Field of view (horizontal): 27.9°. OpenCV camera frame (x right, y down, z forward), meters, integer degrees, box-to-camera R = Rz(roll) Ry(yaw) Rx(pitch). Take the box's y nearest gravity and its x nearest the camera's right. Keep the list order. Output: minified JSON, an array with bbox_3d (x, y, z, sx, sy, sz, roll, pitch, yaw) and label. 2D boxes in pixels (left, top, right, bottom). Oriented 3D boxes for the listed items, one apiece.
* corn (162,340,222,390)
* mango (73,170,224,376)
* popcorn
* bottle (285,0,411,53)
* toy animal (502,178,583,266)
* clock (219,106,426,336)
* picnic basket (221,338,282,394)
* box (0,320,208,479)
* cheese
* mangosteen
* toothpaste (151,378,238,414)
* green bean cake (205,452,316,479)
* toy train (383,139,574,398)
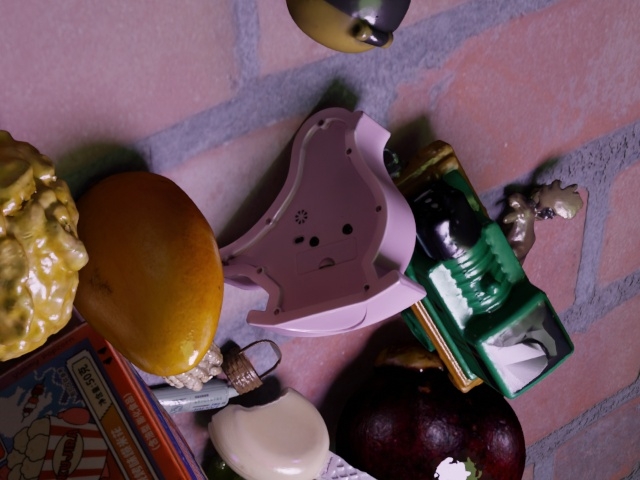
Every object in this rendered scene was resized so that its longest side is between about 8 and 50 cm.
[{"bbox_3d":[-0.207,0.122,1.676,0.087,0.087,0.211,-43,135,-4],"label":"corn"},{"bbox_3d":[-0.193,0.041,1.470,0.187,0.257,0.138,-43,141,-3],"label":"mango"},{"bbox_3d":[-0.343,0.014,1.341,0.190,0.250,0.250,-20,135,-20],"label":"popcorn"},{"bbox_3d":[0.082,-0.374,1.436,0.171,0.171,0.351,13,115,-47],"label":"bottle"},{"bbox_3d":[0.305,-0.005,2.025,0.186,0.094,0.214,-14,139,-28],"label":"toy animal"},{"bbox_3d":[-0.020,-0.011,1.657,0.290,0.276,0.080,-20,153,27],"label":"clock"},{"bbox_3d":[-0.095,0.172,1.820,0.083,0.072,0.072,-32,140,-2],"label":"picnic basket"},{"bbox_3d":[-0.291,0.351,1.556,0.318,0.349,0.257,-32,141,-4],"label":"box"},{"bbox_3d":[-0.037,0.317,1.854,0.163,0.249,0.071,-34,165,-41],"label":"cheese"},{"bbox_3d":[0.179,0.288,2.010,0.307,0.306,0.347,26,74,-50],"label":"mangosteen"},{"bbox_3d":[-0.207,0.224,1.793,0.218,0.041,0.064,-6,132,-35],"label":"toothpaste"},{"bbox_3d":[-0.071,0.451,1.937,0.156,0.250,0.247,-10,129,-36],"label":"green bean cake"},{"bbox_3d":[0.198,0.053,1.795,0.178,0.249,0.429,-36,116,-8],"label":"toy train"}]
